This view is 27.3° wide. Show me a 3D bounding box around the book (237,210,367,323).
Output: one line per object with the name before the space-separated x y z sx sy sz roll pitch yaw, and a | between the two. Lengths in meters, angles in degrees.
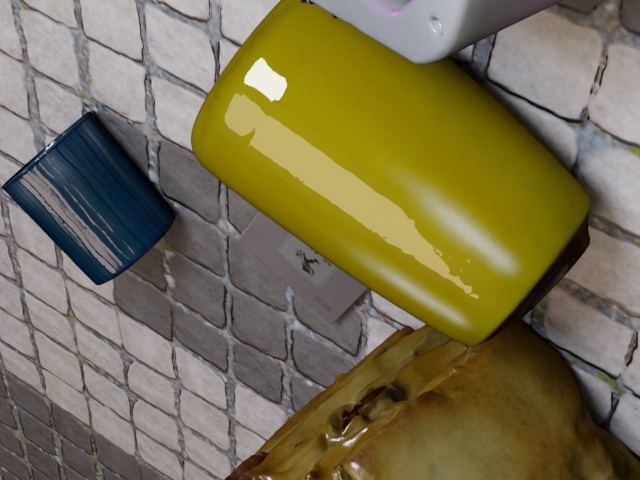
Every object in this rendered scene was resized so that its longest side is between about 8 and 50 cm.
book | 0.000 0.000 1.201 0.127 0.014 0.181 43 146 2

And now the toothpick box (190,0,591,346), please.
toothpick box | 0.058 -0.050 0.948 0.271 0.175 0.175 39 146 2

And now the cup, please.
cup | -0.223 -0.046 1.321 0.113 0.150 0.138 -36 103 21

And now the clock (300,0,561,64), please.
clock | 0.026 -0.264 0.704 0.338 0.102 0.338 52 162 25

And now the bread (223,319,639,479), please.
bread | 0.138 0.227 1.060 0.370 0.314 0.191 41 138 13
